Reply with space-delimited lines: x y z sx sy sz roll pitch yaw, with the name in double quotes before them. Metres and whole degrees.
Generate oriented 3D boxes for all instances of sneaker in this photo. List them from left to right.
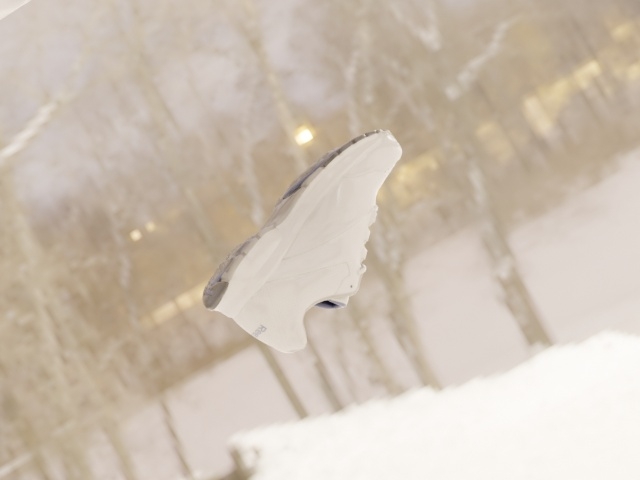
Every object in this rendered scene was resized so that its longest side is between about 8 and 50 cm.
"sneaker" 0.000 0.000 1.969 0.297 0.129 0.111 -50 7 -25

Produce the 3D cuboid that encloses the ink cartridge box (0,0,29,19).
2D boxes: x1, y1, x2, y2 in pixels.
"ink cartridge box" -0.344 -0.201 1.377 0.212 0.154 0.093 -32 -7 -2
